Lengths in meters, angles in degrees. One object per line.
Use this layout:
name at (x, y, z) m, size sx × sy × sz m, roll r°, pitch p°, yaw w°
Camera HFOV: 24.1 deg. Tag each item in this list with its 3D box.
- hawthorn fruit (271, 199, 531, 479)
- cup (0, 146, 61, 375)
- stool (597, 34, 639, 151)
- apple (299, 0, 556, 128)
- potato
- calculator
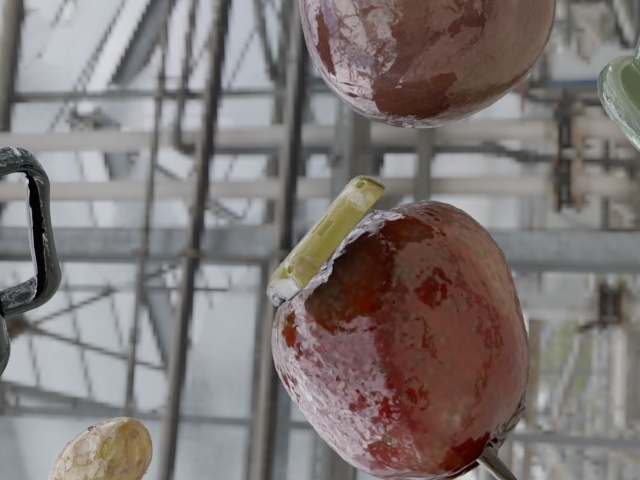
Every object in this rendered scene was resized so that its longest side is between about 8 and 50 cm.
hawthorn fruit at (0.116, 0.138, 1.640) m, size 0.369 × 0.284 × 0.285 m, roll 55°, pitch -168°, yaw 16°
cup at (-0.484, 0.034, 1.812) m, size 0.242 × 0.308 × 0.292 m, roll -89°, pitch -2°, yaw -55°
stool at (0.366, -0.155, 1.258) m, size 0.199 × 0.195 × 0.195 m, roll -56°, pitch 26°, yaw 29°
apple at (0.124, -0.268, 1.595) m, size 0.305 × 0.235 × 0.306 m, roll 4°, pitch -96°, yaw -48°
potato at (-0.300, 0.309, 2.056) m, size 0.118 × 0.178 × 0.109 m, roll -12°, pitch -113°, yaw -56°
calculator at (0.000, 0.000, 1.479) m, size 0.157 × 0.033 × 0.236 m, roll -51°, pitch 1°, yaw -8°
